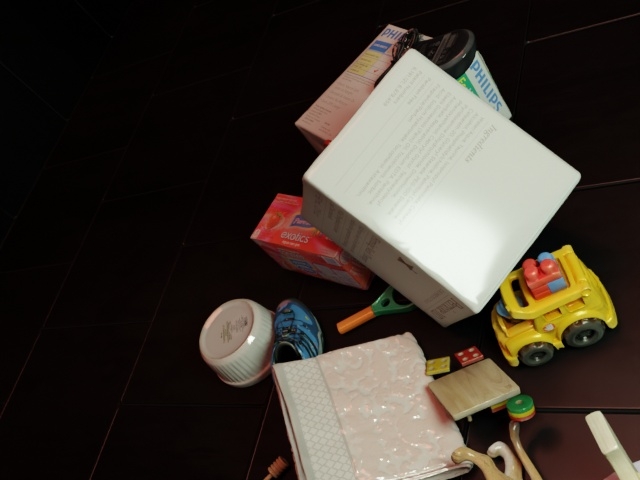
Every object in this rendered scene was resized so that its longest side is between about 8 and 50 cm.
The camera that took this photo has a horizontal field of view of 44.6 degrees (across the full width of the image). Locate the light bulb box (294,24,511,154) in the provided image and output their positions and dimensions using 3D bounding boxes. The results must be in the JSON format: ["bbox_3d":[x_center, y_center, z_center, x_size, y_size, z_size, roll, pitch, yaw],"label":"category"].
[{"bbox_3d":[0.199,-0.299,1.919,0.361,0.225,0.358,-47,41,-6],"label":"light bulb box"}]

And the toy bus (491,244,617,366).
[{"bbox_3d":[0.399,0.108,1.430,0.220,0.211,0.149,-28,45,19],"label":"toy bus"}]

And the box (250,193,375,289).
[{"bbox_3d":[0.000,0.000,1.884,0.300,0.154,0.142,12,64,45],"label":"box"}]

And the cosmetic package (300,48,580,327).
[{"bbox_3d":[0.212,-0.086,1.522,0.394,0.329,0.327,38,80,6],"label":"cosmetic package"}]

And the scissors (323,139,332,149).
[{"bbox_3d":[0.104,-0.115,1.835,0.021,0.297,0.109,-40,16,-13],"label":"scissors"}]

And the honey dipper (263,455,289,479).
[{"bbox_3d":[-0.130,0.522,1.645,0.160,0.030,0.030,-47,41,2],"label":"honey dipper"}]

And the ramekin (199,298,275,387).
[{"bbox_3d":[-0.193,0.237,1.870,0.207,0.109,0.207,-22,45,23],"label":"ramekin"}]

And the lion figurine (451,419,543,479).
[{"bbox_3d":[0.261,0.490,1.277,0.392,0.142,0.240,-43,48,-6],"label":"lion figurine"}]

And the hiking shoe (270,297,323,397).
[{"bbox_3d":[-0.054,0.238,1.725,0.113,0.132,0.304,-15,49,5],"label":"hiking shoe"}]

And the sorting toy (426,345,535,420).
[{"bbox_3d":[0.283,0.284,1.452,0.132,0.046,0.274,-21,19,-7],"label":"sorting toy"}]

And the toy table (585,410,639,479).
[{"bbox_3d":[0.485,0.390,1.163,0.274,0.161,0.252,-39,41,7],"label":"toy table"}]

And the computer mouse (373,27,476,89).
[{"bbox_3d":[0.255,-0.402,1.747,0.272,0.072,0.188,8,63,55],"label":"computer mouse"}]

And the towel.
[{"bbox_3d":[0.088,0.335,1.505,0.317,0.053,0.331,-11,44,-10],"label":"towel"}]

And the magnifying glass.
[{"bbox_3d":[0.139,0.145,1.746,0.231,0.026,0.092,-31,42,15],"label":"magnifying glass"}]
